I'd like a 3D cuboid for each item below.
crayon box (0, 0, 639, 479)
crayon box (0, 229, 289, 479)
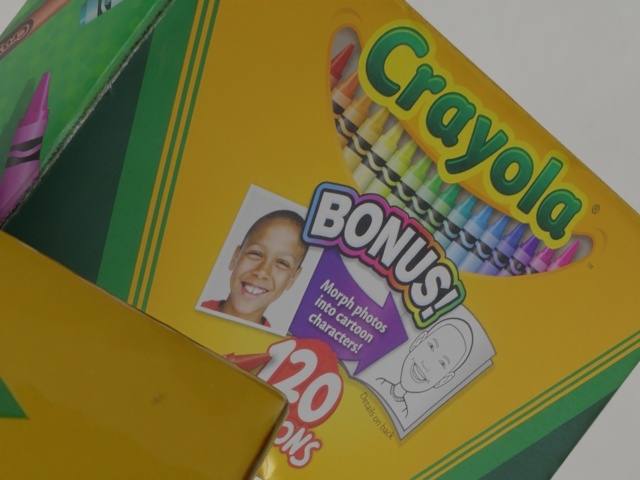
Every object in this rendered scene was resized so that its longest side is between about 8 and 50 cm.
[{"bbox_3d":[0.000,0.000,0.720,0.278,0.081,0.165,36,91,-39],"label":"crayon box"},{"bbox_3d":[-0.142,0.044,0.534,0.318,0.081,0.202,31,155,-7],"label":"crayon box"}]
